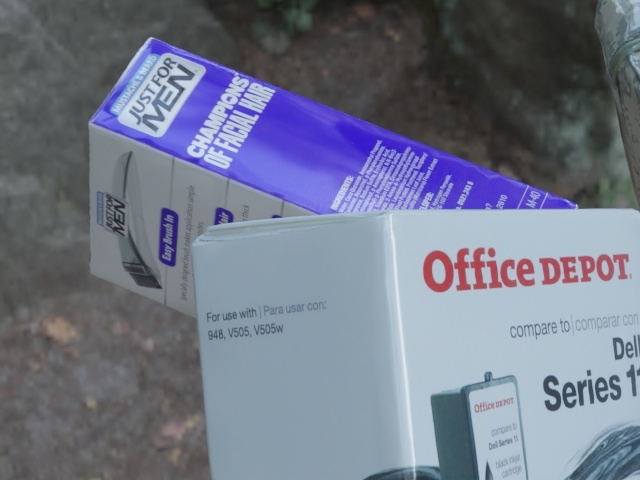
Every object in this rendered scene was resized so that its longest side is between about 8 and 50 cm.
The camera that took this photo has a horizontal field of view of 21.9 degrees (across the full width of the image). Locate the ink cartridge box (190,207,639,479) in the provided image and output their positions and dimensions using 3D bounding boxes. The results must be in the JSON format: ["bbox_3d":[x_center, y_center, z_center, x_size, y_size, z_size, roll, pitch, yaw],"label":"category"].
[{"bbox_3d":[0.044,0.093,0.546,0.087,0.208,0.153,-8,-4,41],"label":"ink cartridge box"}]

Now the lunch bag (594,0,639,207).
[{"bbox_3d":[0.397,-0.082,1.554,0.213,0.305,0.256,-14,45,9],"label":"lunch bag"}]

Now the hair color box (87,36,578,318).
[{"bbox_3d":[0.000,0.000,1.220,0.339,0.185,0.110,21,53,8],"label":"hair color box"}]
